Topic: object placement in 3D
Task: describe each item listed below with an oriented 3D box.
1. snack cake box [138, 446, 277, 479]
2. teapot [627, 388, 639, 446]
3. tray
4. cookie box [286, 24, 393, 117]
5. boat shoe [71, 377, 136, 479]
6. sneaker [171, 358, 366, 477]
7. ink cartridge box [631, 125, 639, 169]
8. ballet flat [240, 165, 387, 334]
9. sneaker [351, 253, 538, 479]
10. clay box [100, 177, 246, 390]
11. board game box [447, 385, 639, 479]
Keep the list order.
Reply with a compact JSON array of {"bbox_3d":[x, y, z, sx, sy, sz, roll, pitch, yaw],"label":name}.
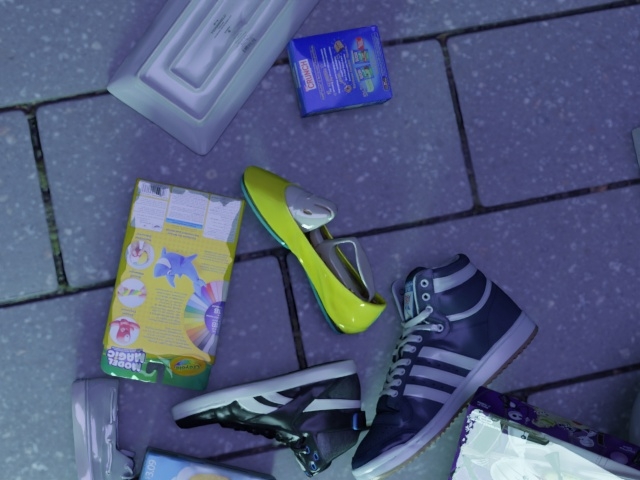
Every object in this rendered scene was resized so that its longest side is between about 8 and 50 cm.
[{"bbox_3d":[-0.151,0.373,1.263,0.152,0.089,0.264,14,83,-7],"label":"snack cake box"},{"bbox_3d":[0.453,0.225,1.307,0.256,0.187,0.252,11,87,-2],"label":"teapot"},{"bbox_3d":[-0.117,-0.247,1.356,0.145,0.030,0.270,35,81,-4],"label":"tray"},{"bbox_3d":[0.021,-0.200,1.362,0.107,0.040,0.092,-11,87,-12],"label":"cookie box"},{"bbox_3d":[-0.237,0.243,1.281,0.063,0.066,0.184,-7,76,-7],"label":"boat shoe"},{"bbox_3d":[-0.051,0.214,1.295,0.217,0.079,0.121,-12,85,-10],"label":"sneaker"},{"bbox_3d":[0.494,-0.102,1.404,0.198,0.067,0.115,-10,86,-7],"label":"ink cartridge box"},{"bbox_3d":[0.000,0.000,1.320,0.077,0.077,0.231,-30,94,29],"label":"ballet flat"},{"bbox_3d":[0.105,0.134,1.306,0.282,0.099,0.153,-41,95,-21],"label":"sneaker"},{"bbox_3d":[-0.168,0.051,1.309,0.127,0.053,0.222,12,84,-6],"label":"clay box"},{"bbox_3d":[0.303,0.308,1.234,0.347,0.056,0.208,19,124,17],"label":"board game box"}]
